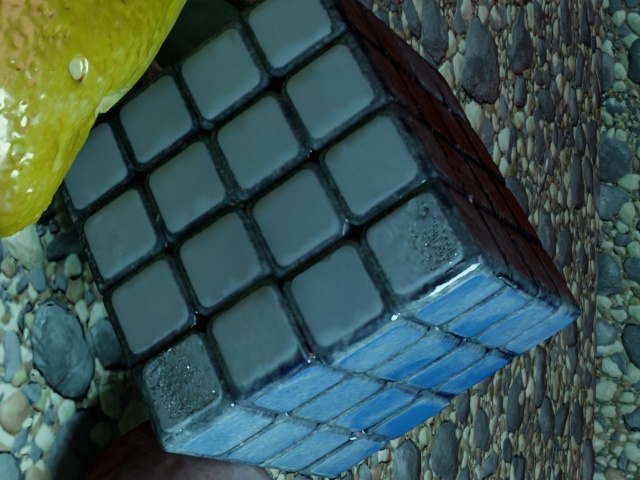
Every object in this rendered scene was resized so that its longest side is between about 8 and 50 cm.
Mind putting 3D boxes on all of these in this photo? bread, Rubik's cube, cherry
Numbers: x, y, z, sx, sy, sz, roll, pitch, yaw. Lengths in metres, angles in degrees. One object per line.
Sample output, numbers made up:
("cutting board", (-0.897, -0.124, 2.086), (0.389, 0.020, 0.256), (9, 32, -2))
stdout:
("bread", (-0.246, -0.200, 0.957), (0.361, 0.250, 0.394), (58, 41, -45))
("Rubik's cube", (0.000, 0.000, 1.213), (0.344, 0.337, 0.344), (28, 32, -60))
("cherry", (-0.133, 0.284, 1.207), (0.239, 0.206, 0.239), (5, 78, -25))

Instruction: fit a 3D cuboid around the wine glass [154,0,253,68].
("wine glass", (-0.080, -0.339, 1.337), (0.190, 0.190, 0.357), (58, 42, -44))
